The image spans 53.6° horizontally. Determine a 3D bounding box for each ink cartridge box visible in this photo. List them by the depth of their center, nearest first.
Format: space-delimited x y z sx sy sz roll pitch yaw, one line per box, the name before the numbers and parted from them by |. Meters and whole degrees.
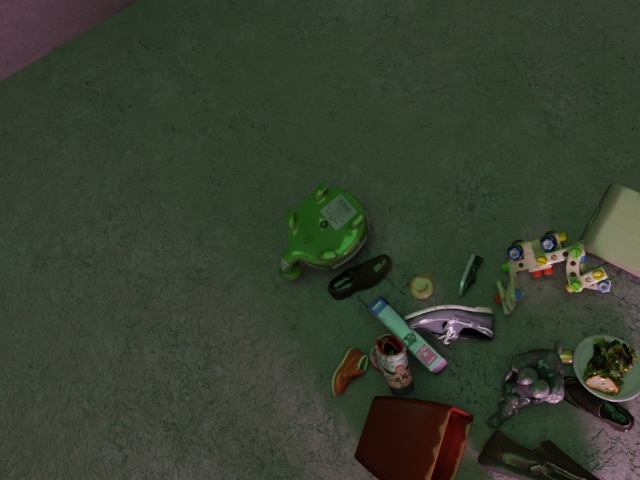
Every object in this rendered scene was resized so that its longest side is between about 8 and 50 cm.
ink cartridge box | 0.245 0.269 1.893 0.311 0.186 0.065 42 88 22

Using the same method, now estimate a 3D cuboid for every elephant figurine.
elephant figurine | 0.577 0.411 1.794 0.185 0.240 0.170 0 55 -12

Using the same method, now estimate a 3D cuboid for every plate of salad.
plate of salad | 0.809 0.349 1.767 0.199 0.048 0.200 -2 55 3

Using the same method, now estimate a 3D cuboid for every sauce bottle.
sauce bottle | 0.671 0.336 1.836 0.128 0.042 0.042 1 74 14

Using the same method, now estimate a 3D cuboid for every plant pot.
plant pot | 0.252 0.569 1.773 0.235 0.267 0.267 13 77 29

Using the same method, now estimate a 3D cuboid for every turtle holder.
turtle holder | 0.019 0.001 2.016 0.243 0.227 0.321 19 80 19

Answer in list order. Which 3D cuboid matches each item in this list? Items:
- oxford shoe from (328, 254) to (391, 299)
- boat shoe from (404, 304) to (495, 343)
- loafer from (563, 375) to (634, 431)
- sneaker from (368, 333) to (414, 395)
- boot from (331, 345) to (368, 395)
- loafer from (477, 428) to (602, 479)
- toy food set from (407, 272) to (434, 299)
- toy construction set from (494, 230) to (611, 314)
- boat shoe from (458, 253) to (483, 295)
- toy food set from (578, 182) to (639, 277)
oxford shoe | 0.126 0.114 2.024 0.227 0.096 0.083 -33 66 2
boat shoe | 0.383 0.246 1.826 0.116 0.319 0.099 -33 59 52
loafer | 0.767 0.447 1.756 0.220 0.078 0.080 28 82 21
sneaker | 0.196 0.325 1.843 0.090 0.270 0.145 -17 109 -6
boot | 0.090 0.410 1.948 0.084 0.059 0.158 16 77 43
loafer | 0.620 0.608 1.716 0.365 0.134 0.130 14 78 18
toy food set | 0.317 0.145 2.002 0.082 0.020 0.083 -14 71 11
toy construction set | 0.663 0.093 1.868 0.327 0.151 0.215 -20 94 17
boat shoe | 0.464 0.109 1.959 0.040 0.049 0.142 19 77 19
toy food set | 0.943 -0.005 1.855 0.306 0.092 0.220 30 94 22
